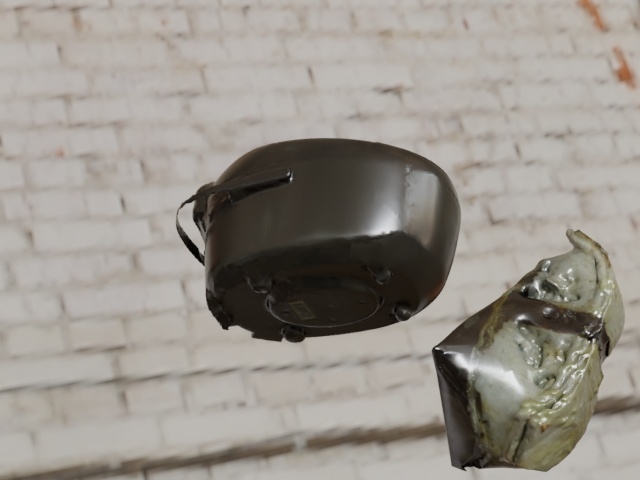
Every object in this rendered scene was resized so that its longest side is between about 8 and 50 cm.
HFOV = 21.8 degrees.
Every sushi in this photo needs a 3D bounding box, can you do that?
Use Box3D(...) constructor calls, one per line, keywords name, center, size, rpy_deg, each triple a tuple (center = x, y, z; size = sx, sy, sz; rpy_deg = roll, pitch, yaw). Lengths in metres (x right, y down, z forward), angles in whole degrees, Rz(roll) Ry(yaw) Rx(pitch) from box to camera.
Box3D(name="sushi", center=(0.229, 0.100, 1.545), size=(0.273, 0.109, 0.134), rpy_deg=(-38, -51, -35))

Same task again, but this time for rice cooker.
Box3D(name="rice cooker", center=(-0.001, 0.000, 1.185), size=(0.203, 0.118, 0.142), rpy_deg=(-9, -34, 19))
